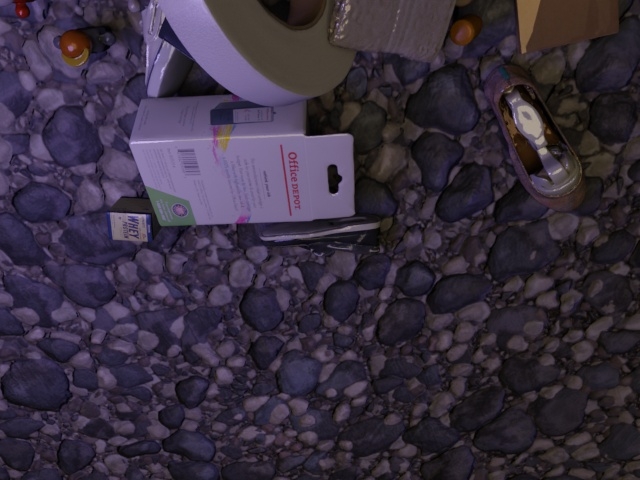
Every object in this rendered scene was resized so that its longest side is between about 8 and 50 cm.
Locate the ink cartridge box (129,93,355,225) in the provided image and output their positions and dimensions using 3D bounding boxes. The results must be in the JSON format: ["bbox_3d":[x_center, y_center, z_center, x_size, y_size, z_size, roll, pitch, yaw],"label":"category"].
[{"bbox_3d":[-0.119,-0.138,1.037,0.353,0.119,0.207,-1,140,2],"label":"ink cartridge box"}]

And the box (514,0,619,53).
[{"bbox_3d":[0.395,-0.422,0.978,0.164,0.021,0.201,-11,115,7],"label":"box"}]

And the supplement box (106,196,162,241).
[{"bbox_3d":[-0.349,-0.041,1.142,0.083,0.083,0.056,3,115,0],"label":"supplement box"}]

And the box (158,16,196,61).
[{"bbox_3d":[-0.135,-0.305,0.935,0.156,0.158,0.093,39,109,32],"label":"box"}]

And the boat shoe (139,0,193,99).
[{"bbox_3d":[-0.251,-0.359,0.989,0.088,0.096,0.267,28,120,7],"label":"boat shoe"}]

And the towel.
[{"bbox_3d":[0.120,-0.397,0.835,0.187,0.049,0.282,1,121,-26],"label":"towel"}]

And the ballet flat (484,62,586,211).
[{"bbox_3d":[0.381,-0.159,1.054,0.107,0.106,0.316,-34,110,16],"label":"ballet flat"}]

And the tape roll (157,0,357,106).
[{"bbox_3d":[-0.075,-0.380,0.822,0.072,0.392,0.392,-6,118,35],"label":"tape roll"}]

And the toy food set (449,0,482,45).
[{"bbox_3d":[0.176,-0.422,0.962,0.232,0.104,0.111,37,126,5],"label":"toy food set"}]

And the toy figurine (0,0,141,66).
[{"bbox_3d":[-0.391,-0.405,0.938,0.209,0.148,0.213,41,109,-16],"label":"toy figurine"}]

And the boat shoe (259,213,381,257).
[{"bbox_3d":[0.000,0.000,1.152,0.233,0.084,0.079,-3,114,0],"label":"boat shoe"}]
